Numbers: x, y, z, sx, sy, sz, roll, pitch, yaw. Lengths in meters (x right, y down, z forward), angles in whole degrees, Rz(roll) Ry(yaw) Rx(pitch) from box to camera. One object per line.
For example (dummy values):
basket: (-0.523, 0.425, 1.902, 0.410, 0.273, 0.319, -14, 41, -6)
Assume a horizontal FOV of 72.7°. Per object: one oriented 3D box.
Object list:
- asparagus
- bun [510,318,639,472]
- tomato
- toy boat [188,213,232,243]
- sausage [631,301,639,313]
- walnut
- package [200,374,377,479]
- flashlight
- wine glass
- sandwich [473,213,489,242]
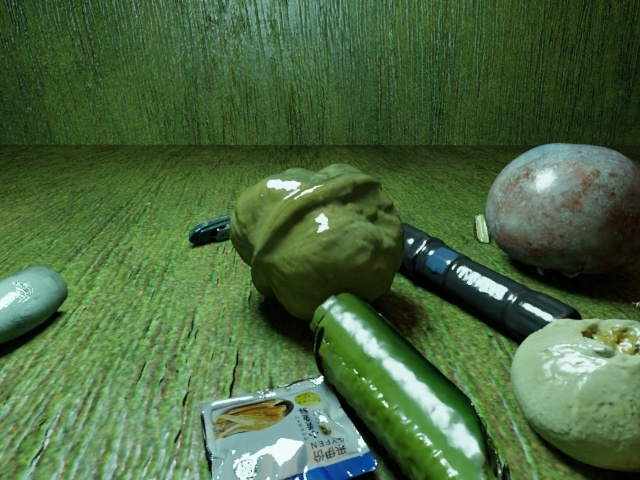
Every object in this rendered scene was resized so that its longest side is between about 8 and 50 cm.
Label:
asparagus: (0.105, 0.188, 0.491, 0.128, 0.108, 0.382, 17, 12, -33)
bun: (0.344, 0.157, 0.514, 0.222, 0.128, 0.222, -5, 35, 4)
tomato: (0.516, -0.057, 0.918, 0.316, 0.283, 0.317, 7, 10, -1)
toy boat: (-0.273, -0.025, 1.088, 0.060, 0.055, 0.141, 38, 37, 22)
sausage: (0.696, 0.148, 0.680, 0.347, 0.053, 0.053, 15, 25, 32)
walnut: (-0.001, -0.002, 0.763, 0.276, 0.282, 0.253, -13, -15, -42)
package: (-0.045, 0.223, 0.500, 0.171, 0.027, 0.173, -7, 18, -19)
flashlight: (0.269, 0.072, 0.803, 0.103, 0.103, 0.424, -11, 25, -28)
wine glass: (-0.416, 0.112, 0.606, 0.264, 0.096, 0.309, -16, 18, 11)
sandwich: (0.417, -0.023, 1.133, 0.030, 0.044, 0.083, -1, 64, 8)
